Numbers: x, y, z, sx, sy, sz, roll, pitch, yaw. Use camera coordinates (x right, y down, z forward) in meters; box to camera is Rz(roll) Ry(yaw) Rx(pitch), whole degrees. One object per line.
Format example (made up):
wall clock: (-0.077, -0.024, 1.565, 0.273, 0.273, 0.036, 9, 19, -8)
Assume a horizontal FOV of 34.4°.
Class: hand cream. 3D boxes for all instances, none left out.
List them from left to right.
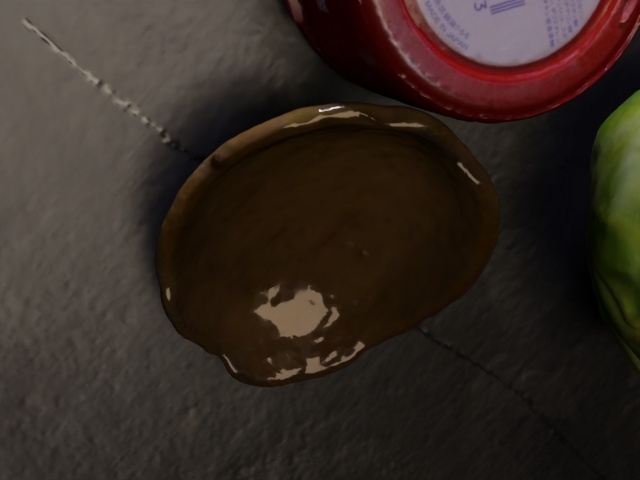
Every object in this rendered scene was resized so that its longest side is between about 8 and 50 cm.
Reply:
hand cream: (0.080, -0.164, 0.576, 0.193, 0.125, 0.193, -5, 105, -19)

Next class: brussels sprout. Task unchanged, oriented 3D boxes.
brussels sprout: (0.262, -0.010, 0.661, 0.223, 0.161, 0.223, -4, 100, -21)

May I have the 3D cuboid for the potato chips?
potato chips: (0.000, -0.001, 0.612, 0.195, 0.062, 0.208, 1, 131, -12)
